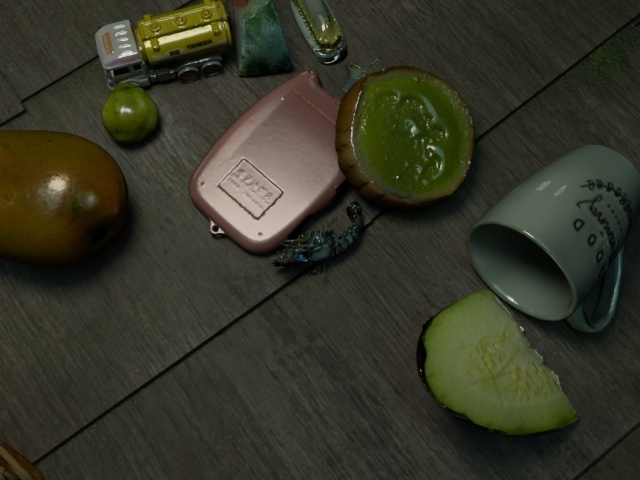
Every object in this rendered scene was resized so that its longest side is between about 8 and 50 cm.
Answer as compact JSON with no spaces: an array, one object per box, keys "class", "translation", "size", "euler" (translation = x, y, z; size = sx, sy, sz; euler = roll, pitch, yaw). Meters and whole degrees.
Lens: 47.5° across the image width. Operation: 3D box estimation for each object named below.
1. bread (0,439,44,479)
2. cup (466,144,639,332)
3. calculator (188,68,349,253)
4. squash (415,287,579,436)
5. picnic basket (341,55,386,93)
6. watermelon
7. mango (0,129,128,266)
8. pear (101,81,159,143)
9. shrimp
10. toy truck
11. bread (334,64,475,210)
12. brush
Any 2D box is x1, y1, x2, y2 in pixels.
[{"class":"bread","translation":[-0.583,0.298,0.863],"size":[0.390,0.371,0.279],"euler":[32,70,6]},{"class":"cup","translation":[0.382,0.006,1.091],"size":[0.234,0.186,0.258],"euler":[-40,106,-21]},{"class":"calculator","translation":[-0.061,-0.128,1.180],"size":[0.220,0.048,0.330],"euler":[40,77,10]},{"class":"squash","translation":[0.241,0.190,1.023],"size":[0.204,0.155,0.237],"euler":[-31,72,-9]},{"class":"picnic basket","translation":[0.077,-0.272,1.225],"size":[0.083,0.065,0.083],"euler":[-47,72,7]},{"class":"watermelon","translation":[-0.127,-0.412,1.241],"size":[0.094,0.154,0.241],"euler":[-16,59,-6]},{"class":"mango","translation":[-0.444,-0.074,1.096],"size":[0.317,0.173,0.211],"euler":[15,71,11]},{"class":"pear","translation":[-0.312,-0.209,1.182],"size":[0.092,0.092,0.097],"euler":[-15,91,-6]},{"class":"shrimp","translation":[0.004,0.003,1.121],"size":[0.174,0.082,0.076],"euler":[-32,70,-18]},{"class":"toy truck","translation":[-0.258,-0.327,1.208],"size":[0.226,0.114,0.098],"euler":[-17,73,-6]},{"class":"bread","translation":[0.133,-0.162,1.150],"size":[0.236,0.070,0.236],"euler":[2,82,-14]},{"class":"brush","translation":[-0.034,-0.444,1.279],"size":[0.068,0.060,0.297],"euler":[-25,74,-6]}]
